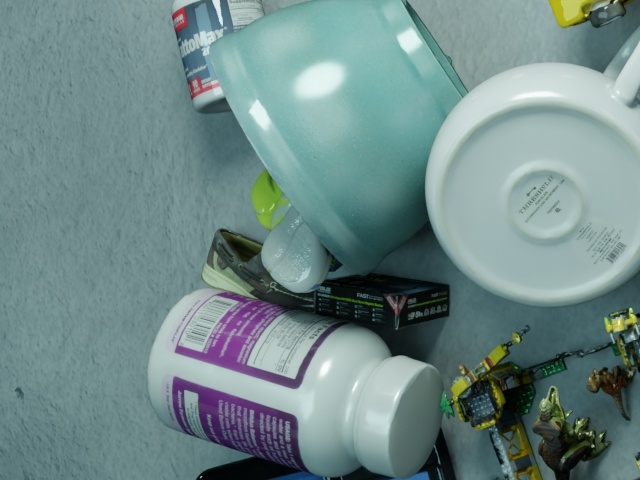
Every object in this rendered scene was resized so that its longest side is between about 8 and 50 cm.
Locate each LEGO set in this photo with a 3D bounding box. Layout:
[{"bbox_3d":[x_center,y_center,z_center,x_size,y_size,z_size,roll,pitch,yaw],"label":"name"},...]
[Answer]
[{"bbox_3d":[0.239,0.203,1.594,0.331,0.192,0.255,-15,86,41],"label":"LEGO set"}]

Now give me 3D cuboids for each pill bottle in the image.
[{"bbox_3d":[-0.024,0.161,1.772,0.301,0.169,0.169,14,105,30],"label":"pill bottle"},{"bbox_3d":[-0.117,-0.248,1.907,0.108,0.108,0.180,-19,83,41],"label":"pill bottle"}]

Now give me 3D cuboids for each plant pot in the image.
[{"bbox_3d":[0.048,-0.137,1.689,0.196,0.293,0.293,-33,72,11],"label":"plant pot"}]

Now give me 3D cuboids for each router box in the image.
[{"bbox_3d":[0.067,0.065,1.795,0.122,0.092,0.038,8,101,40],"label":"router box"}]

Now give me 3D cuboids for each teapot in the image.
[{"bbox_3d":[0.228,-0.073,1.586,0.256,0.187,0.253,-7,111,16],"label":"teapot"}]

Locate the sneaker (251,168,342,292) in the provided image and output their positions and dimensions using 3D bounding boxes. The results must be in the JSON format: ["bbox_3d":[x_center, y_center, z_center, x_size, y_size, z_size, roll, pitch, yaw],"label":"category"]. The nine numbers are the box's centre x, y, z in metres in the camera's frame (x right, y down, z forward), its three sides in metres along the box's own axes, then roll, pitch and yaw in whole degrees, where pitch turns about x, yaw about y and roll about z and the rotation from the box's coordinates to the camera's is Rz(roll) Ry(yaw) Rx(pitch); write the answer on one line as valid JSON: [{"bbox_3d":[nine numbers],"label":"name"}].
[{"bbox_3d":[0.000,0.000,1.792,0.091,0.126,0.240,-45,28,18],"label":"sneaker"}]

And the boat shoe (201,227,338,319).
[{"bbox_3d":[-0.057,0.039,1.909,0.223,0.080,0.073,18,113,43],"label":"boat shoe"}]

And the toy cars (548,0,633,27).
[{"bbox_3d":[0.341,-0.365,1.508,0.176,0.087,0.394,30,111,22],"label":"toy cars"}]

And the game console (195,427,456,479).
[{"bbox_3d":[0.028,0.366,1.814,0.250,0.173,0.293,-20,82,41],"label":"game console"}]
